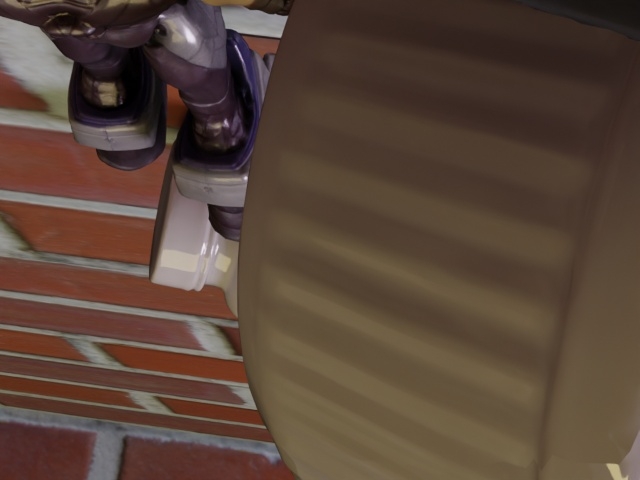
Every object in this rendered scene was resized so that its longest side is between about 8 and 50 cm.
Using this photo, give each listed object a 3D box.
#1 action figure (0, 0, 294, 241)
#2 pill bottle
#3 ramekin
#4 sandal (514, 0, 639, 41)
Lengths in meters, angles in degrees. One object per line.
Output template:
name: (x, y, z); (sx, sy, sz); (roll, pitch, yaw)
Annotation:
action figure: (-0.076, -0.092, 0.694); (0.185, 0.099, 0.285); (14, 165, 10)
pill bottle: (0.000, 0.000, 1.032); (0.180, 0.108, 0.108); (11, 168, -9)
ramekin: (0.083, -0.018, 0.546); (0.127, 0.273, 0.273); (17, 173, 24)
sandal: (0.166, -0.092, 0.378); (0.445, 0.167, 0.107); (11, 150, -12)
